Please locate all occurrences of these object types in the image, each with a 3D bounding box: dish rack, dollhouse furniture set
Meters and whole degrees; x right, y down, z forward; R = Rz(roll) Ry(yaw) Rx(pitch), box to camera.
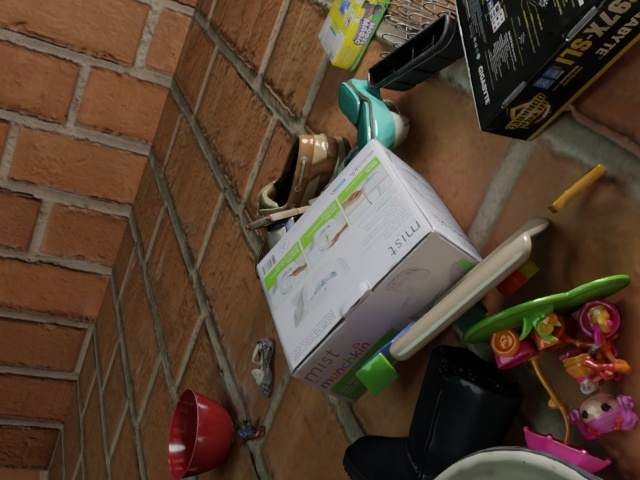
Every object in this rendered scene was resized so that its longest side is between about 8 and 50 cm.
[{"bbox_3d":[0.161,-0.369,1.127,0.208,0.074,0.272,-19,61,60],"label":"dish rack"},{"bbox_3d":[0.000,0.000,1.188,0.183,0.129,0.129,-21,87,43],"label":"dollhouse furniture set"}]

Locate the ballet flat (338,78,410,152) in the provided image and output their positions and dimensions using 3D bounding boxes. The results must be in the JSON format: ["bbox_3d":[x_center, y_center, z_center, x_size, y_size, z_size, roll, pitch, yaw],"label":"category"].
[{"bbox_3d":[0.090,-0.187,1.160,0.247,0.087,0.083,-106,18,-56],"label":"ballet flat"}]

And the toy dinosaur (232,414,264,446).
[{"bbox_3d":[-0.131,0.367,1.439,0.082,0.047,0.090,24,133,55],"label":"toy dinosaur"}]

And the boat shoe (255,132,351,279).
[{"bbox_3d":[-0.059,-0.064,1.377,0.324,0.119,0.123,-62,29,28],"label":"boat shoe"}]

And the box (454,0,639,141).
[{"bbox_3d":[0.255,-0.317,0.865,0.257,0.079,0.322,131,141,-53],"label":"box"}]

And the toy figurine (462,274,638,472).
[{"bbox_3d":[0.242,0.138,0.718,0.173,0.130,0.159,-27,67,26],"label":"toy figurine"}]

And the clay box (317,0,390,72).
[{"bbox_3d":[0.074,-0.432,1.357,0.222,0.053,0.127,-60,30,29],"label":"clay box"}]

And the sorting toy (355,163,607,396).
[{"bbox_3d":[0.173,0.054,0.797,0.347,0.196,0.047,-44,82,21],"label":"sorting toy"}]

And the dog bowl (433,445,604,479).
[{"bbox_3d":[0.205,0.381,0.600,0.408,0.150,0.408,-40,43,52],"label":"dog bowl"}]

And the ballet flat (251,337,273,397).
[{"bbox_3d":[-0.113,0.241,1.436,0.041,0.041,0.114,-35,48,54],"label":"ballet flat"}]

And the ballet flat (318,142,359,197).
[{"bbox_3d":[0.049,-0.097,1.256,0.188,0.070,0.070,-51,36,39],"label":"ballet flat"}]

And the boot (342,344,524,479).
[{"bbox_3d":[0.129,0.221,0.891,0.246,0.094,0.207,22,98,63],"label":"boot"}]

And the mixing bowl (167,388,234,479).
[{"bbox_3d":[-0.240,0.403,1.551,0.181,0.098,0.182,-39,44,51],"label":"mixing bowl"}]

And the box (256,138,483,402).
[{"bbox_3d":[0.056,0.037,1.010,0.262,0.126,0.231,-47,36,16],"label":"box"}]
